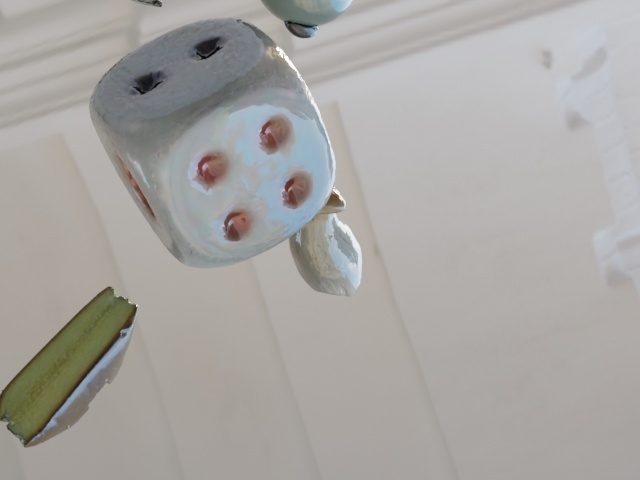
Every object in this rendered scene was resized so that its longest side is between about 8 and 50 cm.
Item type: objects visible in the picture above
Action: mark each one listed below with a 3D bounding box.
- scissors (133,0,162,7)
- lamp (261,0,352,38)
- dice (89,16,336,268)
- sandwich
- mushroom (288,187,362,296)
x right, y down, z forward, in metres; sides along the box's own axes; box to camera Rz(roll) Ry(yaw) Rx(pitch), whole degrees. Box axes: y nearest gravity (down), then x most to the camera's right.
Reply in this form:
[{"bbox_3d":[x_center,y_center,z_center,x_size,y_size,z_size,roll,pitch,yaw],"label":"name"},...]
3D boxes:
[{"bbox_3d":[-0.351,-0.368,1.457,0.300,0.109,0.022,21,-170,-13],"label":"scissors"},{"bbox_3d":[-0.006,-0.474,1.861,0.197,0.198,0.244,34,-114,31],"label":"lamp"},{"bbox_3d":[-0.109,-0.100,1.125,0.192,0.193,0.194,-32,-143,-10],"label":"dice"},{"bbox_3d":[-0.339,0.177,1.490,0.090,0.088,0.244,32,-118,13],"label":"sandwich"},{"bbox_3d":[0.001,-0.001,1.423,0.088,0.212,0.097,-23,-134,-1],"label":"mushroom"}]
